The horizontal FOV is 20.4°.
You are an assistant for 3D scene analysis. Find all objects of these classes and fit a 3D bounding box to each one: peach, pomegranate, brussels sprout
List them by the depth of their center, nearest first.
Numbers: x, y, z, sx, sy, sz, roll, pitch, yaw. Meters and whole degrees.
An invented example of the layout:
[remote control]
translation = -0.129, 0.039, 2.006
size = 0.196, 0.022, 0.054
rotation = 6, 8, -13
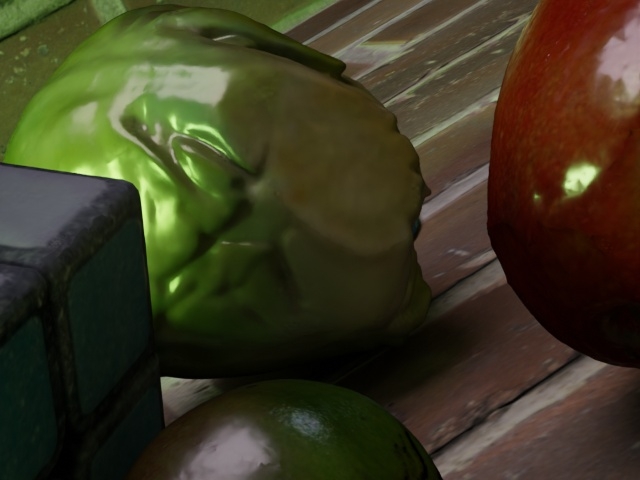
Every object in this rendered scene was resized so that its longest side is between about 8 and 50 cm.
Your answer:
[pomegranate]
translation = 0.003, 0.159, 0.791
size = 0.209, 0.180, 0.180
rotation = 21, 38, 20
[peach]
translation = 0.205, -0.048, 0.934
size = 0.281, 0.238, 0.281
rotation = -50, -2, -2
[brussels sprout]
translation = -0.070, -0.034, 1.271
size = 0.344, 0.268, 0.344
rotation = 1, -8, 0

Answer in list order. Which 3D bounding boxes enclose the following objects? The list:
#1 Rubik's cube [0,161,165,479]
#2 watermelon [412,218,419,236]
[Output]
[Rubik's cube]
translation = -0.266, 0.142, 0.848
size = 0.303, 0.301, 0.305
rotation = 7, 31, 19
[watermelon]
translation = 0.004, -0.010, 1.505
size = 0.231, 0.128, 0.146
rotation = -33, 32, -25
